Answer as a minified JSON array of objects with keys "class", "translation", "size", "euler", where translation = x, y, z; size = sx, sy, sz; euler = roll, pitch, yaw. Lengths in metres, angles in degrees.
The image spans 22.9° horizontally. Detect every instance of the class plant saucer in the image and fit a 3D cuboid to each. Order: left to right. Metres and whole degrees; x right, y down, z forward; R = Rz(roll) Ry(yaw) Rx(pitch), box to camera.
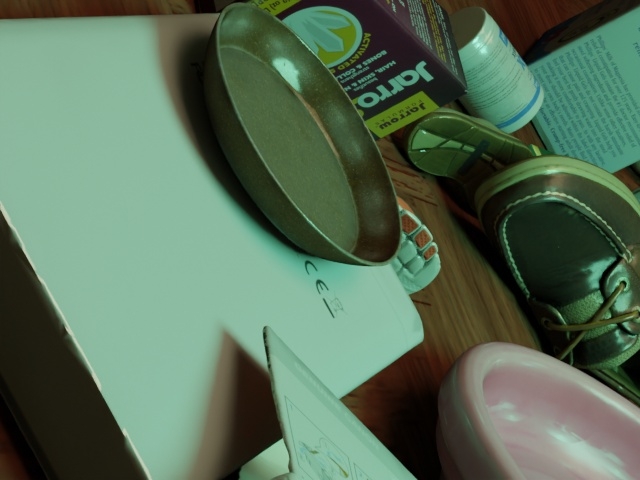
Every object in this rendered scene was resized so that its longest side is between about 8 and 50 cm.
[{"class":"plant saucer","translation":[-0.014,-0.054,0.880],"size":[0.168,0.029,0.168],"euler":[44,27,-31]},{"class":"plant saucer","translation":[0.197,0.203,1.001],"size":[0.332,0.084,0.332],"euler":[33,18,-12]}]

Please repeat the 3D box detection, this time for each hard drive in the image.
[{"class":"hard drive","translation":[-0.070,-0.006,0.803],"size":[0.233,0.047,0.353],"euler":[61,22,3]}]

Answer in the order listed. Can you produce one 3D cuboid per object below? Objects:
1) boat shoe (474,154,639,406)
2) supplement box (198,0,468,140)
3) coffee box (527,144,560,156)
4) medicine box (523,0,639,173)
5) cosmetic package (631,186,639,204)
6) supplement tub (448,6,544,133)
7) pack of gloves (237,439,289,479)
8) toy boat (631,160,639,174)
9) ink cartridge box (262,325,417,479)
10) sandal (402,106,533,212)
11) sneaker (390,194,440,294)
[{"class":"boat shoe","translation":[0.244,0.054,1.356],"size":[0.342,0.123,0.123],"euler":[48,24,-45]},{"class":"supplement box","translation":[0.008,-0.152,1.088],"size":[0.188,0.104,0.080],"euler":[36,34,-47]},{"class":"coffee box","translation":[0.241,-0.028,1.542],"size":[0.184,0.040,0.113],"euler":[11,55,-63]},{"class":"medicine box","translation":[0.384,-0.209,1.737],"size":[0.149,0.289,0.263],"euler":[59,22,-7]},{"class":"cosmetic package","translation":[0.386,0.057,1.654],"size":[0.238,0.127,0.107],"euler":[65,21,12]},{"class":"supplement tub","translation":[0.152,-0.155,1.456],"size":[0.107,0.071,0.071],"euler":[49,25,-32]},{"class":"pack of gloves","translation":[0.025,0.218,0.797],"size":[0.232,0.046,0.195],"euler":[40,28,-22]},{"class":"toy boat","translation":[0.472,-0.154,2.056],"size":[0.231,0.151,0.151],"euler":[31,37,-53]},{"class":"ink cartridge box","translation":[0.048,0.197,0.699],"size":[0.275,0.060,0.239],"euler":[48,12,-27]},{"class":"sandal","translation":[0.120,-0.074,1.314],"size":[0.180,0.072,0.049],"euler":[26,20,-50]},{"class":"sneaker","translation":[0.026,-0.028,1.047],"size":[0.158,0.061,0.065],"euler":[48,19,-33]}]
